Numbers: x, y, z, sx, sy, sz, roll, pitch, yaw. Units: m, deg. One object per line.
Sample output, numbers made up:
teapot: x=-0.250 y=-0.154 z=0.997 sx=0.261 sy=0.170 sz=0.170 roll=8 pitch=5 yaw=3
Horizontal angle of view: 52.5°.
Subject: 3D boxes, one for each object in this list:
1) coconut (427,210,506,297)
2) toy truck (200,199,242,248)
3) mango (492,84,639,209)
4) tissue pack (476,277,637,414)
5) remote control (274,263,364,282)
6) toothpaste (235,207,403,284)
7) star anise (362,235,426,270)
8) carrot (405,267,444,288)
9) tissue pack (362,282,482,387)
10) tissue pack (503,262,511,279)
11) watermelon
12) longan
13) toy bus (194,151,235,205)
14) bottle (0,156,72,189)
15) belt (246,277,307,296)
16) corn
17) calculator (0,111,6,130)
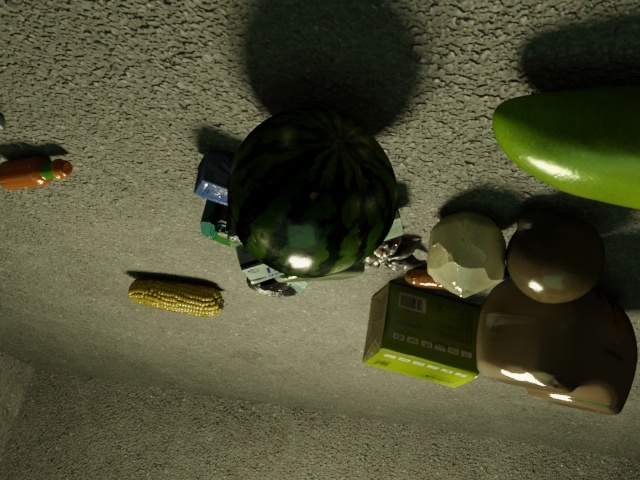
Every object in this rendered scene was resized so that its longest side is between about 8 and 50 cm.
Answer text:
coconut: x=0.294 y=0.033 z=1.317 sx=0.161 sy=0.162 sz=0.161 roll=8 pitch=154 yaw=4
toy truck: x=-0.145 y=-0.027 z=1.434 sx=0.253 sy=0.114 sz=0.124 roll=24 pitch=156 yaw=-30
mango: x=0.414 y=-0.138 z=0.924 sx=0.343 sy=0.156 sz=0.192 roll=11 pitch=154 yaw=2
tissue pack: x=0.549 y=0.228 z=1.494 sx=0.387 sy=0.277 sz=0.267 roll=28 pitch=159 yaw=-37
remote control: x=0.004 y=0.073 z=1.523 sx=0.090 sy=0.038 sz=0.309 roll=-16 pitch=170 yaw=32
toothpaste: x=0.000 y=0.000 z=1.327 sx=0.336 sy=0.067 sz=0.081 roll=-19 pitch=151 yaw=3
star anise: x=0.138 y=0.028 z=1.486 sx=0.180 sy=0.061 sz=0.204 roll=-15 pitch=145 yaw=43
carrot: x=0.292 y=0.090 z=1.561 sx=0.186 sy=0.060 sz=0.060 roll=4 pitch=154 yaw=27
tissue pack: x=0.273 y=0.255 z=1.739 sx=0.274 sy=0.200 sz=0.167 roll=17 pitch=152 yaw=-10
tissue pack: x=0.431 y=0.063 z=1.483 sx=0.085 sy=0.028 sz=0.138 roll=1 pitch=157 yaw=18
watermelon: x=-0.013 y=-0.076 z=1.071 sx=0.285 sy=0.285 sz=0.285 roll=9 pitch=154 yaw=4
longan: x=0.449 y=0.025 z=1.258 sx=0.185 sy=0.159 sz=0.204 roll=-32 pitch=102 yaw=31
toy bus: x=-0.132 y=-0.098 z=1.297 sx=0.236 sy=0.094 sz=0.079 roll=19 pitch=154 yaw=-17
bottle: x=-0.621 y=-0.150 z=1.419 sx=0.187 sy=0.069 sz=0.069 roll=-2 pitch=151 yaw=28
belt: x=-0.105 y=0.087 z=1.689 sx=0.151 sy=0.078 sz=0.198 roll=27 pitch=149 yaw=-26
corn: x=-0.432 y=0.170 z=1.970 sx=0.310 sy=0.101 sz=0.101 roll=10 pitch=155 yaw=6
calculator: x=-0.737 y=-0.286 z=1.218 sx=0.177 sy=0.040 sz=0.268 roll=-7 pitch=148 yaw=32
